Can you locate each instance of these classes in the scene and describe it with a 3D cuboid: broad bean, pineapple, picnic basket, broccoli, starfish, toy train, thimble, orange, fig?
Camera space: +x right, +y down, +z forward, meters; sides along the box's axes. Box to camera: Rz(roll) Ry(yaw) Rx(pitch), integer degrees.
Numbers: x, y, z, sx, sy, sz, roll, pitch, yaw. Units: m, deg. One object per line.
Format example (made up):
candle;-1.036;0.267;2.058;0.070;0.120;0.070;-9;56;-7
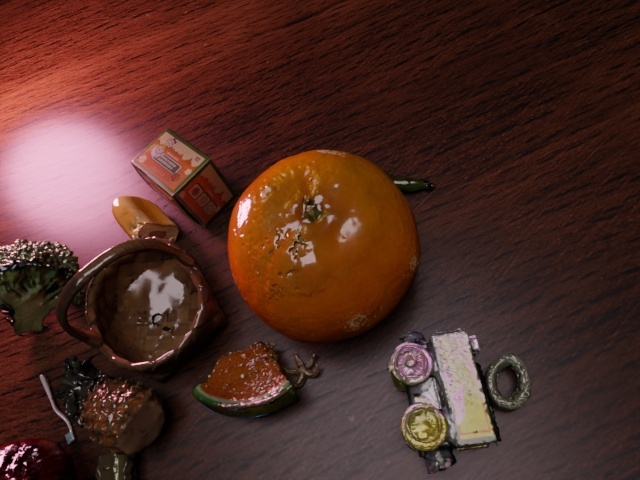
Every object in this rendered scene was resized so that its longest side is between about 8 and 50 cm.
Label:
broad bean;0.147;-0.160;1.139;0.298;0.043;0.060;16;57;19
pineapple;-0.488;0.346;0.969;0.310;0.141;0.170;13;105;31
picnic basket;-0.411;0.122;0.970;0.293;0.337;0.337;-44;63;-10
broccoli;-0.746;0.097;1.130;0.243;0.272;0.180;2;44;-33
starfish;-0.045;0.287;0.965;0.091;0.028;0.078;-3;61;15
toy train;0.230;0.296;0.836;0.178;0.134;0.260;-11;62;7
thimble;0.367;0.277;0.855;0.085;0.062;0.109;18;69;20
orange;0.000;0.000;0.930;0.425;0.326;0.423;-5;64;11
fig;-0.623;0.538;0.872;0.224;0.224;0.263;34;77;25

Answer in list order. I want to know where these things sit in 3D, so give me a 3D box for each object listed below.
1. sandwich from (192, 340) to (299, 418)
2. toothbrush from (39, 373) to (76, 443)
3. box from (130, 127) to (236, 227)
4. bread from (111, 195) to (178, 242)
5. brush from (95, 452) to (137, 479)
sandwich;-0.161;0.315;0.945;0.235;0.079;0.159;-21;43;9
toothbrush;-0.635;0.401;1.050;0.022;0.017;0.204;-31;60;-26
box;-0.368;-0.165;1.182;0.195;0.177;0.148;36;77;26
bread;-0.482;-0.046;1.183;0.173;0.134;0.085;40;110;31
brush;-0.404;0.581;0.876;0.084;0.071;0.300;-18;62;0
